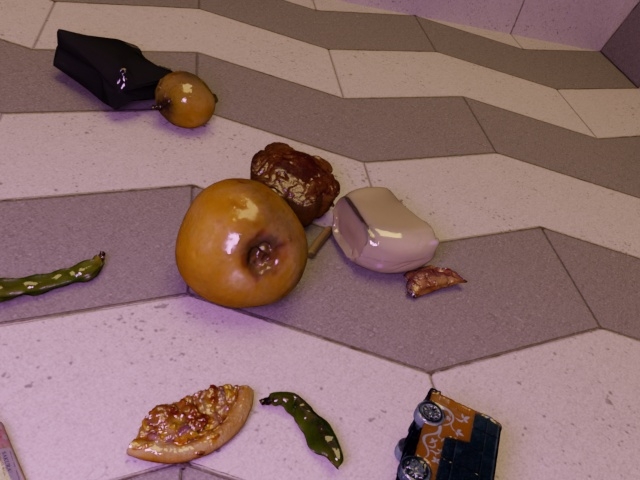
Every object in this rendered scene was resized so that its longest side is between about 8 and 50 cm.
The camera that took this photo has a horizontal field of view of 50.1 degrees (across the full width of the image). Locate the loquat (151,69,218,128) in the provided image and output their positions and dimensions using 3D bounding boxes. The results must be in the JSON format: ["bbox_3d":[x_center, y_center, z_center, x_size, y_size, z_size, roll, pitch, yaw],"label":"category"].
[{"bbox_3d":[-0.373,-0.395,1.928,0.172,0.150,0.204,35,29,30],"label":"loquat"}]

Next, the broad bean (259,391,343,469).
[{"bbox_3d":[-0.022,0.327,1.219,0.195,0.046,0.061,33,51,28],"label":"broad bean"}]

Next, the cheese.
[{"bbox_3d":[0.159,-0.028,1.673,0.233,0.127,0.266,-6,39,-26],"label":"cheese"}]

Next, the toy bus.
[{"bbox_3d":[0.199,0.402,1.136,0.167,0.139,0.275,24,35,7],"label":"toy bus"}]

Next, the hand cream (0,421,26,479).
[{"bbox_3d":[-0.475,0.351,1.023,0.067,0.043,0.210,-11,50,-38],"label":"hand cream"}]

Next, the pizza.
[{"bbox_3d":[-0.212,0.307,1.162,0.246,0.058,0.127,-7,42,-32],"label":"pizza"}]

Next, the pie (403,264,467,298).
[{"bbox_3d":[0.261,0.093,1.637,0.169,0.034,0.092,-15,43,-30],"label":"pie"}]

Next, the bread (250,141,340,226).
[{"bbox_3d":[-0.067,-0.138,1.723,0.232,0.135,0.247,20,37,4],"label":"bread"}]

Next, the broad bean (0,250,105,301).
[{"bbox_3d":[-0.536,0.075,1.342,0.256,0.053,0.052,-18,11,-38],"label":"broad bean"}]

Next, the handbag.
[{"bbox_3d":[-0.578,-0.502,1.998,0.342,0.152,0.288,36,32,24],"label":"handbag"}]

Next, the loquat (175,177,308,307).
[{"bbox_3d":[-0.169,0.010,1.412,0.274,0.275,0.275,11,37,-8],"label":"loquat"}]

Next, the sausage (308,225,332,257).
[{"bbox_3d":[0.000,0.000,1.665,0.024,0.024,0.132,24,38,10],"label":"sausage"}]
